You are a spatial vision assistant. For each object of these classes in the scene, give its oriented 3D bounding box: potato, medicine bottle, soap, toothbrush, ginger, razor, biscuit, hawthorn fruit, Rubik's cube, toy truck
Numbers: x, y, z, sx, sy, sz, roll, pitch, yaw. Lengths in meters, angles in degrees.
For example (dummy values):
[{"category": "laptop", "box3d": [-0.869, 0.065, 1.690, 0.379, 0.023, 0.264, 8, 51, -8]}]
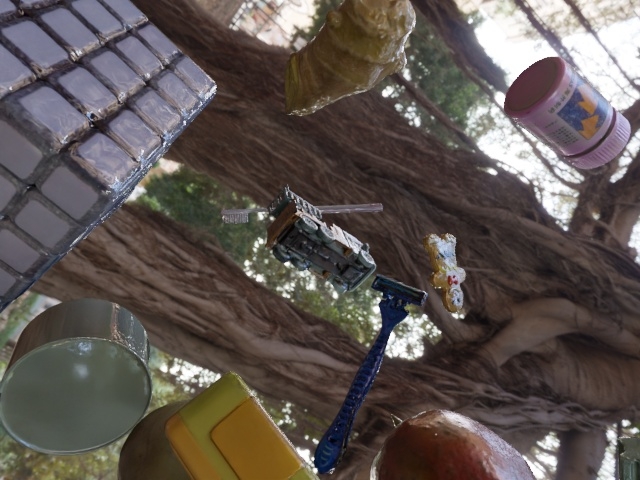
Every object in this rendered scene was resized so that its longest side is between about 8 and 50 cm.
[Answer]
[{"category": "potato", "box3d": [-0.152, 0.317, 0.625, 0.177, 0.235, 0.160, -64, -171, -9]}, {"category": "medicine bottle", "box3d": [0.641, -0.326, 1.224, 0.178, 0.291, 0.178, -48, -154, 33]}, {"category": "soap", "box3d": [0.612, 0.460, 0.856, 0.115, 0.198, 0.063, -3, -159, 28]}, {"category": "toothbrush", "box3d": [-0.034, -0.059, 1.013, 0.024, 0.354, 0.029, -140, -132, -71]}, {"category": "ginger", "box3d": [0.032, -0.326, 0.857, 0.354, 0.190, 0.126, -14, -106, 47]}, {"category": "razor", "box3d": [0.074, 0.218, 0.764, 0.093, 0.056, 0.324, 19, -103, 25]}, {"category": "biscuit", "box3d": [0.376, 0.093, 1.388, 0.035, 0.158, 0.240, -20, -99, 52]}, {"category": "hawthorn fruit", "box3d": [0.293, 0.591, 1.137, 0.403, 0.403, 0.402, -44, -157, 25]}, {"category": "Rubik's cube", "box3d": [-0.278, -0.114, 0.431, 0.237, 0.238, 0.237, -35, -158, 29]}, {"category": "toy truck", "box3d": [-0.001, 0.001, 0.760, 0.080, 0.178, 0.115, -47, -151, 20]}]

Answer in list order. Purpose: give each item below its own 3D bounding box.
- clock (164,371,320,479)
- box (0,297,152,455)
[{"category": "clock", "box3d": [-0.057, 0.243, 0.467, 0.096, 0.202, 0.143, -38, 154, -16]}, {"category": "box", "box3d": [-0.414, 0.230, 0.819, 0.226, 0.226, 0.149, -53, -151, 3]}]
